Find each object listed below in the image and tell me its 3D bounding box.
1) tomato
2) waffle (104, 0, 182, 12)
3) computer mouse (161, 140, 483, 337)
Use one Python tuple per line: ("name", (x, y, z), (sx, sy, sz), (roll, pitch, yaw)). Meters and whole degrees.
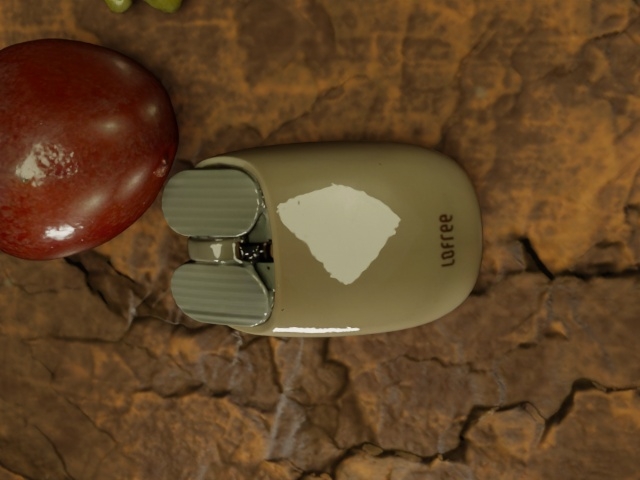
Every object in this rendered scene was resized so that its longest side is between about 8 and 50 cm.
("tomato", (-0.193, -0.065, 0.679), (0.167, 0.167, 0.167), (2, 103, 11))
("waffle", (-0.128, -0.309, 0.660), (0.262, 0.060, 0.280), (27, 107, 1))
("computer mouse", (0.000, 0.000, 0.690), (0.236, 0.082, 0.145), (0, 103, 10))
